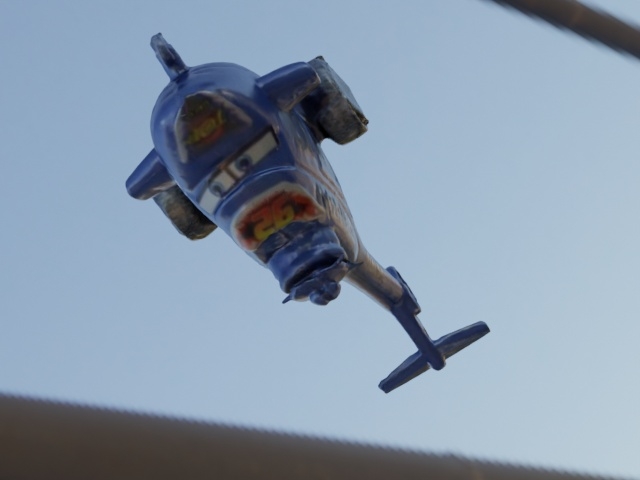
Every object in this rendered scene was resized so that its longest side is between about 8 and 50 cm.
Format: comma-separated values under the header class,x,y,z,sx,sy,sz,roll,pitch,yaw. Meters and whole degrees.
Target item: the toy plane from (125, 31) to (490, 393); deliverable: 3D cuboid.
class,x,y,z,sx,sy,sz,roll,pitch,yaw
toy plane,0.000,0.000,0.444,0.054,0.062,0.167,-33,-26,8
